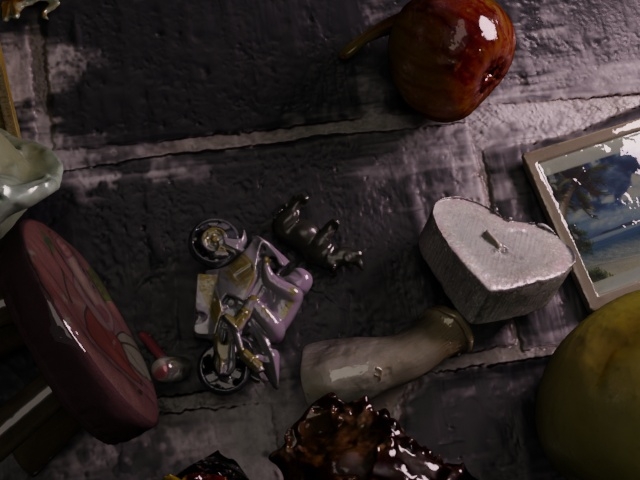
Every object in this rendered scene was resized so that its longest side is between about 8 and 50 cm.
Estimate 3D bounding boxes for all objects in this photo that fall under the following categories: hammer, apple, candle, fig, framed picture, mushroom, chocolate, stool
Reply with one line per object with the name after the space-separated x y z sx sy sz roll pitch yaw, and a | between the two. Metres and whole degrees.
-0.196 0.139 1.224 0.083 0.052 0.031 44 110 29 | hammer
0.413 0.190 1.153 0.295 0.233 0.258 29 76 5 | apple
0.213 0.030 1.247 0.192 0.068 0.168 22 40 5 | candle
0.148 -0.264 1.334 0.175 0.175 0.207 -41 60 -16 | fig
0.452 -0.057 1.351 0.315 0.024 0.232 -19 75 -10 | framed picture
0.081 0.142 1.221 0.223 0.092 0.081 -19 108 -8 | mushroom
0.034 0.253 1.115 0.224 0.206 0.177 -27 74 -13 | chocolate
-0.316 0.130 1.111 0.178 0.272 0.272 -32 76 -1 | stool

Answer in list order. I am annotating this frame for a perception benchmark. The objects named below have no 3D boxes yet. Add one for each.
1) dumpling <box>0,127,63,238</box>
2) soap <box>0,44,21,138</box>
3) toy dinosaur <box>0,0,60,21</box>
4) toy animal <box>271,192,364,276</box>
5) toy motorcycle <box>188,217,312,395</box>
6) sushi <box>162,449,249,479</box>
-0.468 -0.076 1.140 0.320 0.212 0.270 27 65 -6 | dumpling
-0.462 -0.219 1.322 0.092 0.037 0.252 -15 74 -8 | soap
-0.370 -0.395 1.392 0.142 0.057 0.212 -12 60 11 | toy dinosaur
0.000 0.000 1.283 0.135 0.047 0.065 37 77 6 | toy animal
-0.083 0.076 1.235 0.152 0.073 0.225 -3 71 -9 | toy motorcycle
-0.120 0.330 1.103 0.153 0.150 0.172 -34 77 -15 | sushi
